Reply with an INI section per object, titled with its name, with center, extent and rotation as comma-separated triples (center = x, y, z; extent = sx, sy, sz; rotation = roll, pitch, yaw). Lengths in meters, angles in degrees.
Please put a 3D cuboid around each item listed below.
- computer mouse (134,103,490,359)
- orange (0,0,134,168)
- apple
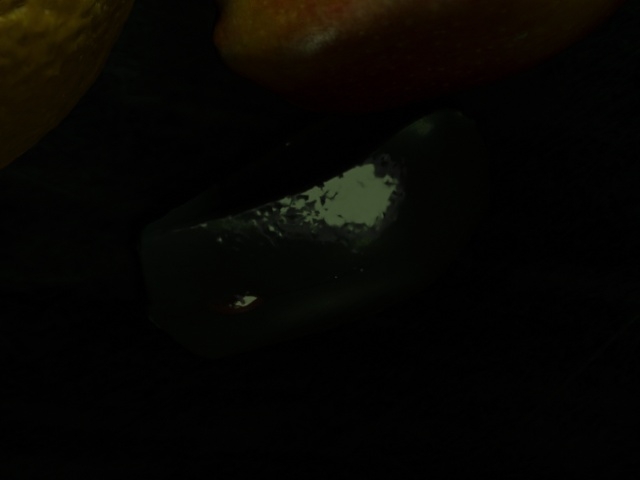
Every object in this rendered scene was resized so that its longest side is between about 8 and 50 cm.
[computer mouse]
center = 0.003, 0.003, 1.441
extent = 0.295, 0.087, 0.168
rotation = -28, 136, -2
[orange]
center = -0.244, -0.203, 1.003
extent = 0.322, 0.322, 0.357
rotation = 14, 108, -35
[apple]
center = 0.061, -0.227, 1.168
extent = 0.317, 0.288, 0.288
rotation = -34, 135, 17
